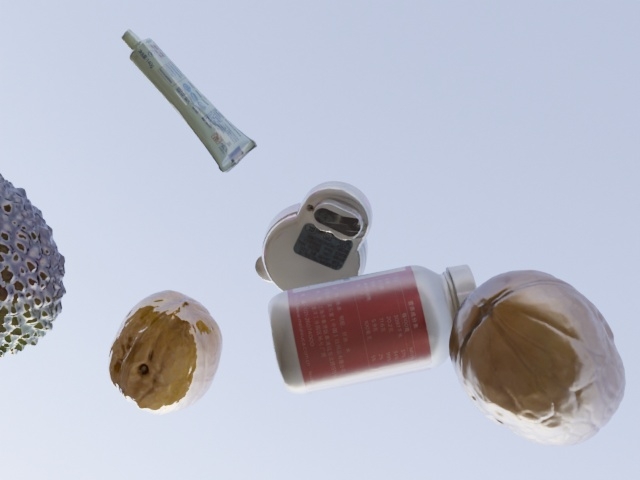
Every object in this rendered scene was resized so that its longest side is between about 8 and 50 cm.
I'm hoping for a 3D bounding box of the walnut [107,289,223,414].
[{"bbox_3d":[-0.273,0.196,1.785,0.195,0.195,0.222,37,-64,21],"label":"walnut"}]

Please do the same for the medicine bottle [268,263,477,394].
[{"bbox_3d":[0.067,0.104,1.234,0.250,0.131,0.131,-12,-81,0],"label":"medicine bottle"}]

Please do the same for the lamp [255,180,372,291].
[{"bbox_3d":[0.001,-0.002,1.706,0.179,0.108,0.246,22,-55,-11],"label":"lamp"}]

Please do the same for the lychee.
[{"bbox_3d":[-0.294,0.024,0.849,0.171,0.171,0.171,12,-69,33],"label":"lychee"}]

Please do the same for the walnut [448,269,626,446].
[{"bbox_3d":[0.222,0.122,1.040,0.167,0.167,0.207,-9,-38,38],"label":"walnut"}]

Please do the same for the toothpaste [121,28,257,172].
[{"bbox_3d":[-0.213,-0.226,1.584,0.268,0.069,0.047,47,-55,-4],"label":"toothpaste"}]
